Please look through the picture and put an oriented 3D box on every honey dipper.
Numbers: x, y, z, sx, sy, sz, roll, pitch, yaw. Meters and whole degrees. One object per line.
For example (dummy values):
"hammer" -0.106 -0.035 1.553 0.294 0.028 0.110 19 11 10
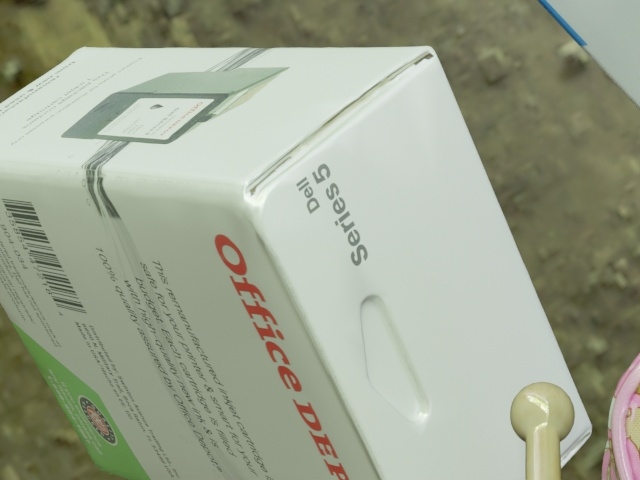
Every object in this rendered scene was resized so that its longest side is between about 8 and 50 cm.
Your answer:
"honey dipper" 0.056 0.098 0.446 0.160 0.031 0.030 -84 -9 -49

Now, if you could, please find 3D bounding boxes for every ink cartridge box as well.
"ink cartridge box" 0.197 -0.193 1.173 0.086 0.203 0.148 -39 109 25
"ink cartridge box" -0.035 0.023 0.814 0.273 0.115 0.198 8 130 52

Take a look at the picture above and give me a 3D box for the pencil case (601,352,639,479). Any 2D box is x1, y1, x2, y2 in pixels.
"pencil case" 0.275 0.152 1.263 0.167 0.160 0.386 45 177 15
